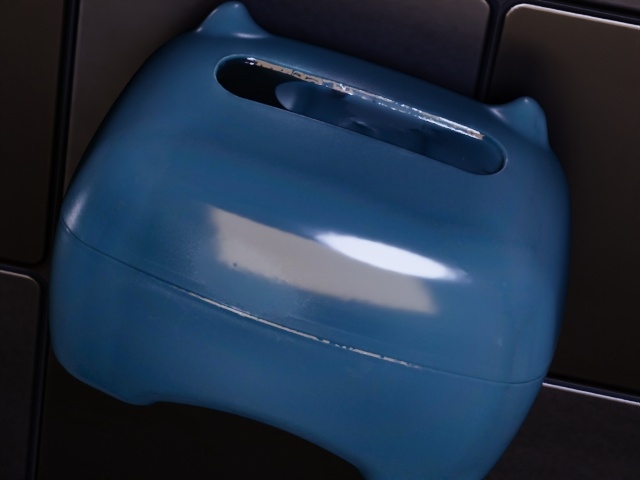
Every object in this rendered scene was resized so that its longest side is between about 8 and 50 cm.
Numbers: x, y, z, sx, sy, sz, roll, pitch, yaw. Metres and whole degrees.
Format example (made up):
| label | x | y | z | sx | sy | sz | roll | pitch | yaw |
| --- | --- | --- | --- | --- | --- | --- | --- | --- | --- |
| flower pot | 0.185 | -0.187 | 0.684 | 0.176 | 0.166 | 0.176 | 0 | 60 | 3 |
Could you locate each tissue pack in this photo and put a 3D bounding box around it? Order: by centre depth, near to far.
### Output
| label | x | y | z | sx | sy | sz | roll | pitch | yaw |
| --- | --- | --- | --- | --- | --- | --- | --- | --- | --- |
| tissue pack | 0.000 | 0.000 | 1.106 | 0.287 | 0.198 | 0.206 | 18 | 121 | 3 |
